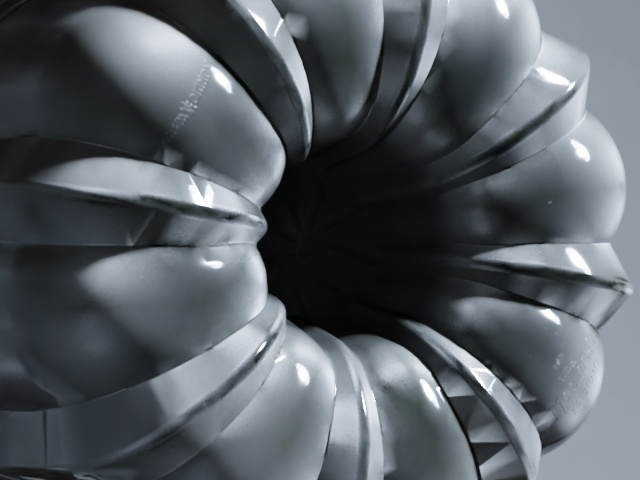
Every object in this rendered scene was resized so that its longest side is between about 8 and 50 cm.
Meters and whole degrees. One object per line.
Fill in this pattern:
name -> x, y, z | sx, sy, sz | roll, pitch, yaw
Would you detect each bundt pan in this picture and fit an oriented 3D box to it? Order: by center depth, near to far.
bundt pan -> 0.000, 0.000, 0.764 | 0.331, 0.124, 0.331 | 0, 90, -28
